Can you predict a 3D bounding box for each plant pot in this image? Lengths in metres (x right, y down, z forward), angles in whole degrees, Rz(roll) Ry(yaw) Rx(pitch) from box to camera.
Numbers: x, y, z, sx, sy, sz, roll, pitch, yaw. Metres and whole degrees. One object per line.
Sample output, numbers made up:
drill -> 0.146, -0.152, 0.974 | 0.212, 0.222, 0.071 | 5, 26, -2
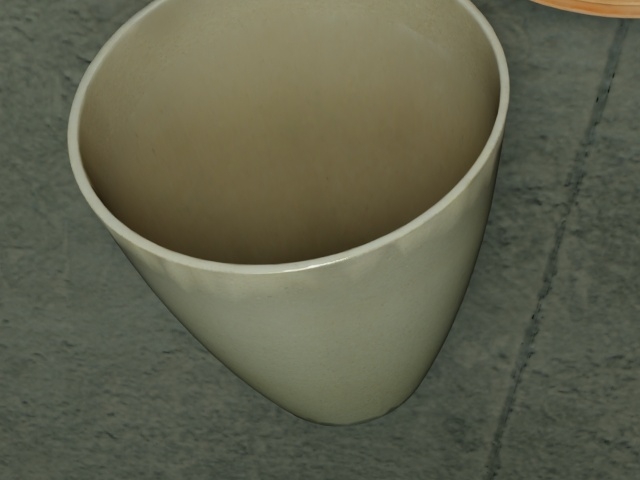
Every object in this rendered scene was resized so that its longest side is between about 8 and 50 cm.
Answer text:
plant pot -> 0.000, 0.000, 0.865 | 0.257, 0.256, 0.274 | -3, 141, 9

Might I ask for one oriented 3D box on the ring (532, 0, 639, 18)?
ring -> 0.134, -0.256, 0.662 | 0.337, 0.032, 0.336 | 21, 145, 16
